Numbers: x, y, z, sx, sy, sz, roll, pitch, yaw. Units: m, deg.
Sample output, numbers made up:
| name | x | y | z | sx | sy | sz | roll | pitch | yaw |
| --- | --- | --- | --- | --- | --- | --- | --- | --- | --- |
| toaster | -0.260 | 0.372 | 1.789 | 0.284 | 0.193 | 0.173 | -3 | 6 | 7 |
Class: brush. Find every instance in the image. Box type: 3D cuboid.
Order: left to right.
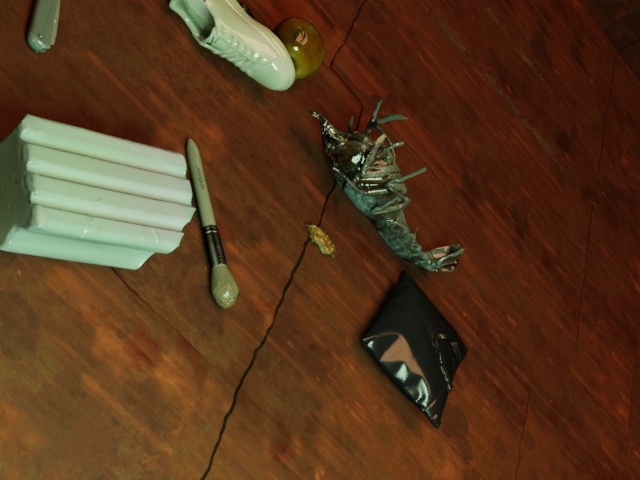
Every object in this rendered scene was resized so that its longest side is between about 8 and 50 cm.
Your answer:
| name | x | y | z | sx | sy | sz | roll | pitch | yaw |
| --- | --- | --- | --- | --- | --- | --- | --- | --- | --- |
| brush | -0.176 | -0.030 | 1.725 | 0.042 | 0.039 | 0.299 | 16 | 51 | -50 |

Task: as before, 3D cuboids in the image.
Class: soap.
| name | x | y | z | sx | sy | sz | roll | pitch | yaw |
| --- | --- | --- | --- | --- | --- | --- | --- | --- | --- |
| soap | -0.311 | -0.058 | 1.516 | 0.289 | 0.095 | 0.173 | 11 | 57 | -48 |

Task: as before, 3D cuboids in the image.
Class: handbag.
| name | x | y | z | sx | sy | sz | roll | pitch | yaw |
| --- | --- | --- | --- | --- | --- | --- | --- | --- | --- |
| handbag | 0.177 | 0.190 | 1.963 | 0.211 | 0.088 | 0.254 | 52 | 32 | -9 |

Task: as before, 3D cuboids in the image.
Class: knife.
| name | x | y | z | sx | sy | sz | roll | pitch | yaw |
| --- | --- | --- | --- | --- | --- | --- | --- | --- | --- |
| knife | -0.411 | -0.347 | 1.653 | 0.044 | 0.023 | 0.162 | 30 | 46 | -34 |

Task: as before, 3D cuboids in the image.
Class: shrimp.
| name | x | y | z | sx | sy | sz | roll | pitch | yaw |
| --- | --- | --- | --- | --- | --- | --- | --- | --- | --- |
| shrimp | 0.127 | -0.097 | 2.053 | 0.410 | 0.166 | 0.221 | 63 | -1 | -20 |

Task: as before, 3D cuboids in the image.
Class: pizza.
| name | x | y | z | sx | sy | sz | roll | pitch | yaw |
| --- | --- | --- | --- | --- | --- | --- | --- | --- | --- |
| pizza | 0.000 | 0.000 | 1.934 | 0.083 | 0.016 | 0.037 | 48 | 36 | -24 |

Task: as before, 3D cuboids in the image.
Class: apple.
| name | x | y | z | sx | sy | sz | roll | pitch | yaw |
| --- | --- | --- | --- | --- | --- | --- | --- | --- | --- |
| apple | -0.044 | -0.356 | 2.042 | 0.114 | 0.099 | 0.102 | 85 | 19 | -49 |

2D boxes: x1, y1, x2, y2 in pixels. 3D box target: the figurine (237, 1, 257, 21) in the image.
| name | x | y | z | sx | sy | sz | roll | pitch | yaw |
| --- | --- | --- | --- | --- | --- | --- | --- | --- | --- |
| figurine | -0.136 | -0.388 | 2.011 | 0.106 | 0.047 | 0.060 | 43 | 56 | -37 |

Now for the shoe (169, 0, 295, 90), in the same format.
| name | x | y | z | sx | sy | sz | roll | pitch | yaw |
| --- | --- | --- | --- | --- | --- | --- | --- | --- | --- |
| shoe | -0.161 | -0.350 | 1.919 | 0.265 | 0.095 | 0.110 | 48 | 42 | -9 |
